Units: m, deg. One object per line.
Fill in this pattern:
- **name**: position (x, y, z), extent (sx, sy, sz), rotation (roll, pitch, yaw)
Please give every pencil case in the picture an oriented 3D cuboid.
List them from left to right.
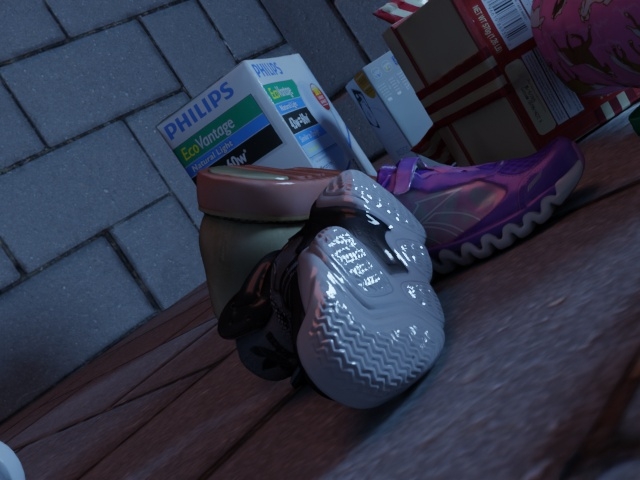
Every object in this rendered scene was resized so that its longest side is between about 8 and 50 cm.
- **pencil case**: position (0.305, -0.224, 0.702), extent (0.167, 0.160, 0.386), rotation (-35, 5, -3)

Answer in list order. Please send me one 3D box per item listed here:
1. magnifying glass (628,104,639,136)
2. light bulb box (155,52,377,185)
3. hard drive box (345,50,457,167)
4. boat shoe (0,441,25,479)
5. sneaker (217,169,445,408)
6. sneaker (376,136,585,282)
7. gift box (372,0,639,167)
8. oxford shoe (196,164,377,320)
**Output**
- **magnifying glass**: position (0.370, -0.160, 0.721), extent (0.231, 0.026, 0.092), rotation (-35, 5, -2)
- **light bulb box**: position (-0.079, -0.159, 1.655), extent (0.225, 0.361, 0.358), rotation (-32, 5, 20)
- **hard drive box**: position (0.156, -0.224, 1.527), extent (0.089, 0.232, 0.181), rotation (-34, 4, -6)
- **boat shoe**: position (-0.380, 0.282, 0.670), extent (0.367, 0.136, 0.156), rotation (-43, 2, -4)
- **sneaker**: position (-0.001, 0.058, 0.569), extent (0.153, 0.101, 0.268), rotation (-48, 11, 21)
- **sneaker**: position (0.099, -0.030, 0.694), extent (0.236, 0.104, 0.095), rotation (-30, 4, 27)
- **gift box**: position (0.223, -0.230, 1.013), extent (0.276, 0.255, 0.258), rotation (-28, 6, -10)
- **oxford shoe**: position (0.000, 0.000, 0.866), extent (0.140, 0.146, 0.397), rotation (10, 8, 31)
